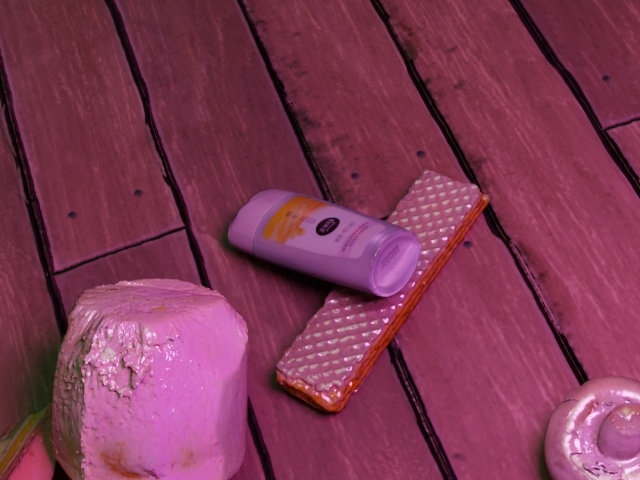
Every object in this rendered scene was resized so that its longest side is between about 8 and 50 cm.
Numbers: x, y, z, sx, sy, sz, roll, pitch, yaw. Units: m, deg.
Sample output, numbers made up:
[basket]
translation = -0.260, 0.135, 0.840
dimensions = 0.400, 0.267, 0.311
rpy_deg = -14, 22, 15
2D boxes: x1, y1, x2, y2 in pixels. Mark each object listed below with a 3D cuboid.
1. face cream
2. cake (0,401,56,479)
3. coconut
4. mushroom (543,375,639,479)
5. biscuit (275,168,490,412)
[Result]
[face cream]
translation = 0.000, 0.000, 1.507
dimensions = 0.107, 0.073, 0.269
rpy_deg = -42, 36, -24
[cake]
translation = -0.350, 0.294, 1.386
dimensions = 0.109, 0.090, 0.225
rpy_deg = -29, 25, 37
[coconut]
translation = -0.193, 0.181, 1.361
dimensions = 0.233, 0.245, 0.233
rpy_deg = 3, 13, -1
[mushroom]
translation = 0.317, 0.220, 1.317
dimensions = 0.154, 0.122, 0.154
rpy_deg = -1, 58, 1
[biscuit]
translation = 0.084, 0.052, 1.517
dimensions = 0.094, 0.054, 0.378
rpy_deg = 26, 62, 24
